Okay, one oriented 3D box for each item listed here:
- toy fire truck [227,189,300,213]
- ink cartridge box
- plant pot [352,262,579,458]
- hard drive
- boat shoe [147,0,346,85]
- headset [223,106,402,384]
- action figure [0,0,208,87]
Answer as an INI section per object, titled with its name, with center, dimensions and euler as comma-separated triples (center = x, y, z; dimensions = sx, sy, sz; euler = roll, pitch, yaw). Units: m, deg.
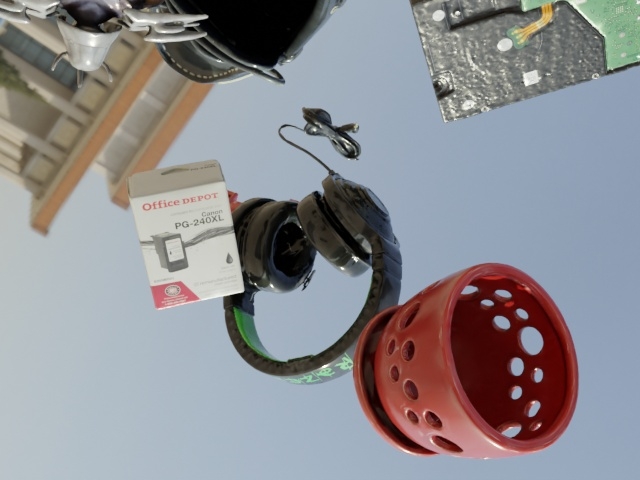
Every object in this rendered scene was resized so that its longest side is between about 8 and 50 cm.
[toy fire truck]
center = -0.111, -0.025, 1.253
dimensions = 0.192, 0.135, 0.047
euler = -55, 163, -63
[ink cartridge box]
center = -0.156, -0.007, 0.976
dimensions = 0.109, 0.150, 0.063
euler = -12, -151, -8
[plant pot]
center = 0.143, 0.137, 0.877
dimensions = 0.174, 0.191, 0.191
euler = -32, -144, 50
[hard drive]
center = 0.319, -0.323, 1.249
dimensions = 0.339, 0.237, 0.064
euler = -16, -133, 11
[boat shoe]
center = -0.076, -0.234, 0.749
dimensions = 0.156, 0.187, 0.500
euler = -56, -163, -19
[headset]
center = 0.000, 0.000, 1.116
dimensions = 0.244, 0.185, 0.394
euler = -15, -118, 29
[action figure]
center = -0.155, -0.249, 0.586
dimensions = 0.099, 0.185, 0.284
euler = 21, -73, 59
